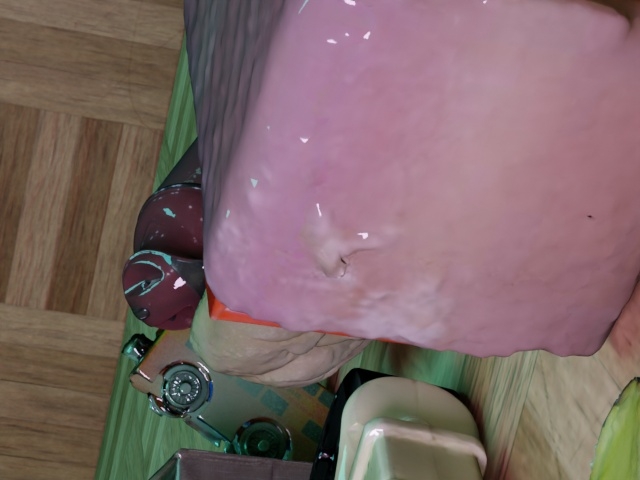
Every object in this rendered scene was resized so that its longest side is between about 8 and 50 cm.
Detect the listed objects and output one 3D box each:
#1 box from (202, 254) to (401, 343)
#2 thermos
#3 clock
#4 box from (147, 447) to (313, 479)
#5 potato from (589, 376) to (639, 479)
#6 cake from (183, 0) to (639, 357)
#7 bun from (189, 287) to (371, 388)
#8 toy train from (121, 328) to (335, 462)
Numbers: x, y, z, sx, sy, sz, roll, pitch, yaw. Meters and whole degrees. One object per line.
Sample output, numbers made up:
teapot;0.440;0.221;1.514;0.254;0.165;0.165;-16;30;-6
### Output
box;0.025;-0.014;1.241;0.099;0.182;0.133;-101;20;-58
thermos;-0.090;-0.032;1.628;0.330;0.136;0.109;-59;-36;-54
clock;0.011;0.271;1.247;0.276;0.120;0.379;-101;23;-72
box;-0.064;0.259;1.522;0.231;0.155;0.149;135;140;-68
potato;0.142;0.163;0.852;0.119;0.054;0.198;116;165;-66
cake;0.059;-0.111;1.010;0.309;0.237;0.230;-96;19;-49
bun;0.000;0.000;1.416;0.229;0.145;0.229;-158;90;-86
toy train;-0.074;0.126;1.622;0.099;0.188;0.072;-53;5;-13
